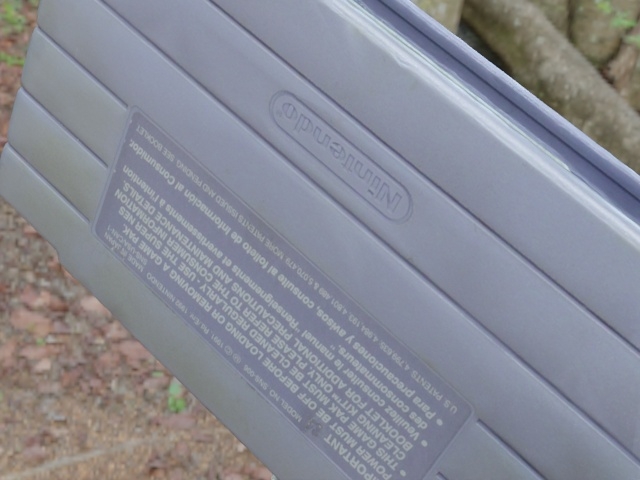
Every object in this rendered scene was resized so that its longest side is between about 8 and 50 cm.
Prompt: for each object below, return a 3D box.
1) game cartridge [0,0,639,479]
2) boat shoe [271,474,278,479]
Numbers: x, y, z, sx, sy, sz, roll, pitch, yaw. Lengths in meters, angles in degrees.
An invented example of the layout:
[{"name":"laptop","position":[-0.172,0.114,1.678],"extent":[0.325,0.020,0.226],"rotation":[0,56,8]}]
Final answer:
[{"name":"game cartridge","position":[0.000,0.000,0.472],"extent":[0.355,0.230,0.068],"rotation":[42,43,17]},{"name":"boat shoe","position":[-0.033,0.137,0.862],"extent":[0.340,0.158,0.127],"rotation":[20,18,39]}]
